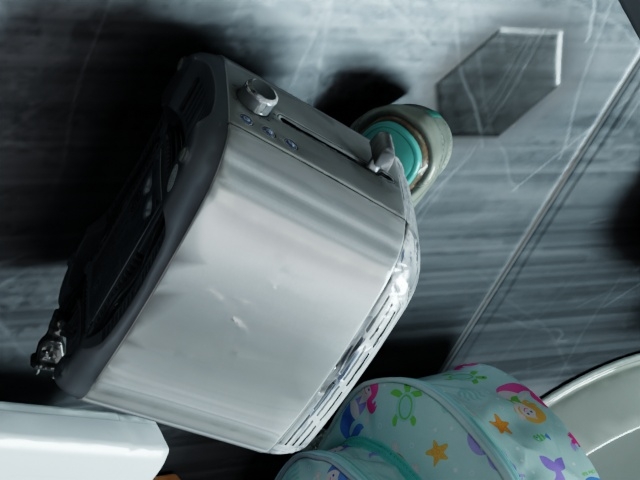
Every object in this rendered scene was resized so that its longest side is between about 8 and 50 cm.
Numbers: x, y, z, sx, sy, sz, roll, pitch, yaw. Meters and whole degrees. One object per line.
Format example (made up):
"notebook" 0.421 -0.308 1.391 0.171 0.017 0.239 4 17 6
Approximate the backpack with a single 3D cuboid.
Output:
"backpack" 0.071 0.215 1.271 0.191 0.225 0.253 2 130 -46

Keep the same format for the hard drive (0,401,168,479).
"hard drive" -0.261 0.166 1.049 0.307 0.040 0.203 12 127 -44

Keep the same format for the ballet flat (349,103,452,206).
"ballet flat" 0.000 0.000 1.087 0.213 0.072 0.068 -44 174 22

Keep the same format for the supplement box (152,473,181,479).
"supplement box" -0.150 0.269 1.295 0.080 0.078 0.233 -7 139 -36

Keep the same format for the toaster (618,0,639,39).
"toaster" 0.262 -0.134 1.005 0.168 0.186 0.110 -28 180 -4

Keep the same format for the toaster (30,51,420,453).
"toaster" -0.047 0.021 0.982 0.146 0.129 0.227 22 119 -19

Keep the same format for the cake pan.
"cake pan" 0.234 0.205 1.530 0.293 0.054 0.293 -21 144 -16
